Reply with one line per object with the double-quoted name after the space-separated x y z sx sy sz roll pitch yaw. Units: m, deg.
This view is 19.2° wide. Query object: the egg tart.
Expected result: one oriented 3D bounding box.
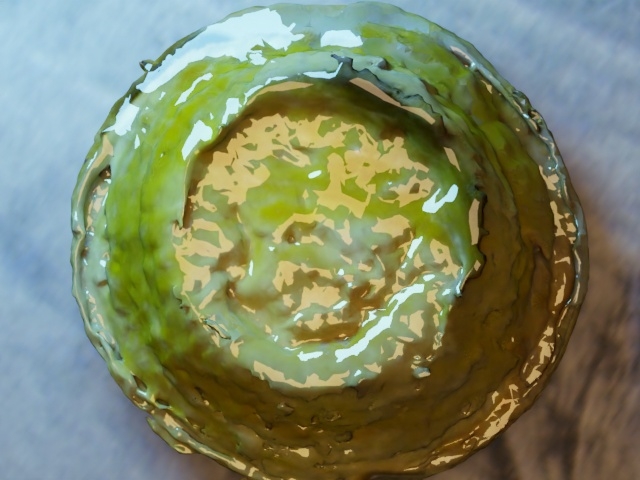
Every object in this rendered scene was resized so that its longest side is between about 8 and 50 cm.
0.000 0.000 1.210 0.345 0.132 0.345 0 85 5 "egg tart"
